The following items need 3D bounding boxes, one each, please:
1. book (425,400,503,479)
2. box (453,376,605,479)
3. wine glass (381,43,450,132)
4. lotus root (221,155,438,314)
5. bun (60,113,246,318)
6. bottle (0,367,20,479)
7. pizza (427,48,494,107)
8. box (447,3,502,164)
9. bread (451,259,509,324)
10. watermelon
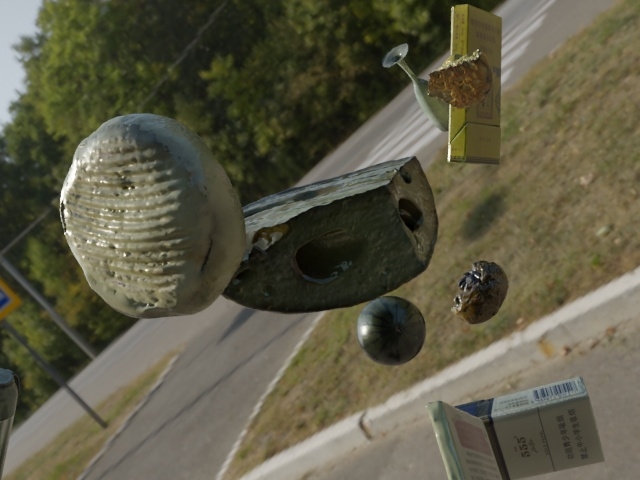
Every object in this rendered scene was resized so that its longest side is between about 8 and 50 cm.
[{"bbox_3d":[0.169,0.279,0.884,0.022,0.232,0.162,-24,-26,16],"label":"book"},{"bbox_3d":[0.381,0.361,1.664,0.259,0.168,0.071,-14,25,12],"label":"box"},{"bbox_3d":[0.201,-0.293,1.754,0.066,0.198,0.066,-30,34,23],"label":"wine glass"},{"bbox_3d":[0.001,0.006,1.199,0.314,0.142,0.210,-16,17,14],"label":"lotus root"},{"bbox_3d":[-0.182,-0.025,1.030,0.239,0.239,0.141,-40,-10,34],"label":"bun"},{"bbox_3d":[-0.590,0.347,1.597,0.096,0.079,0.254,-21,-50,-60],"label":"bottle"},{"bbox_3d":[0.214,-0.247,1.362,0.160,0.099,0.036,71,-154,-69],"label":"pizza"},{"bbox_3d":[0.284,-0.278,1.634,0.041,0.279,0.153,3,4,34],"label":"box"},{"bbox_3d":[0.267,0.085,1.488,0.082,0.060,0.113,8,67,57],"label":"bread"},{"bbox_3d":[0.105,0.135,1.340,0.105,0.105,0.133,-44,-5,-2],"label":"watermelon"}]
